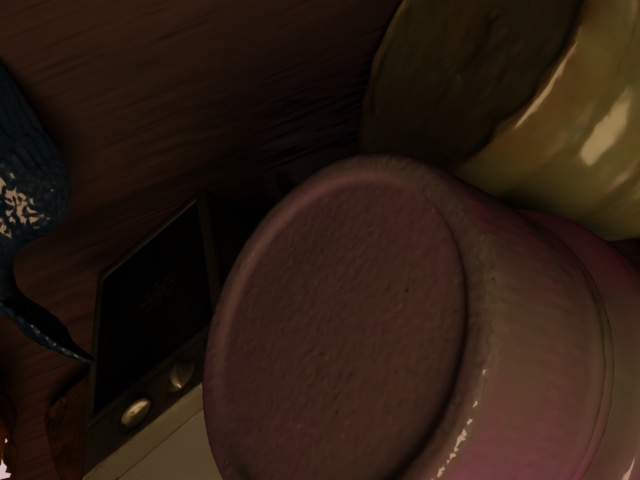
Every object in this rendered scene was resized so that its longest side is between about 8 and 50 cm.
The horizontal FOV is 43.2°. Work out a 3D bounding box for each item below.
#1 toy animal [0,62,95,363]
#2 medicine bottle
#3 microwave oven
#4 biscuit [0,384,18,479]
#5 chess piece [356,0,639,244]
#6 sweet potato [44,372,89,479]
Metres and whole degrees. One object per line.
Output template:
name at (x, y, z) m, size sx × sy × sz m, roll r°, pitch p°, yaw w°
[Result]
toy animal at (-0.263, -0.008, 0.562) m, size 0.255 × 0.176 × 0.239 m, roll 47°, pitch 67°, yaw -27°
medicine bottle at (0.136, 0.104, 0.507) m, size 0.388 × 0.219 × 0.219 m, roll 25°, pitch 113°, yaw -41°
microwave oven at (-0.072, 0.108, 0.627) m, size 0.145 × 0.240 × 0.194 m, roll -38°, pitch 120°, yaw 9°
biscuit at (-0.418, 0.164, 0.664) m, size 0.326 × 0.107 × 0.325 m, roll -7°, pitch 120°, yaw -12°
chess piece at (0.269, -0.062, 0.628) m, size 0.442 × 0.234 × 0.234 m, roll 22°, pitch 113°, yaw -27°
sweet potato at (-0.127, 0.242, 0.653) m, size 0.131 × 0.336 × 0.131 m, roll -18°, pitch 133°, yaw -21°
